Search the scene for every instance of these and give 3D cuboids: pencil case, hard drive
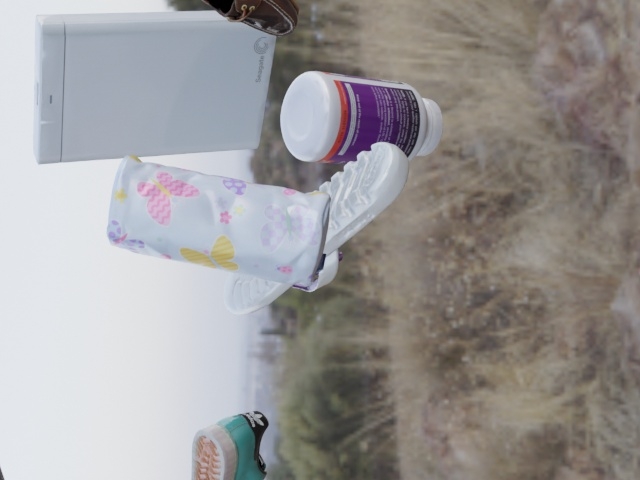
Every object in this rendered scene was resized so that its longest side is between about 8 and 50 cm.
[{"bbox_3d":[-0.121,-0.027,1.302,0.113,0.273,0.124,104,175,-56],"label":"pencil case"},{"bbox_3d":[-0.248,-0.231,1.612,0.047,0.353,0.233,-123,35,-44],"label":"hard drive"}]

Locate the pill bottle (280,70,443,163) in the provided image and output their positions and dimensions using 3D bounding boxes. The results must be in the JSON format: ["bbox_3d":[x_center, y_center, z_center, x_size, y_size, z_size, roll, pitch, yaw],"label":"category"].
[{"bbox_3d":[0.091,-0.244,2.210,0.181,0.323,0.182,-3,86,55],"label":"pill bottle"}]

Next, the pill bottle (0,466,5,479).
[{"bbox_3d":[-0.506,0.336,1.450,0.265,0.153,0.153,51,147,45],"label":"pill bottle"}]

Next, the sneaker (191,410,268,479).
[{"bbox_3d":[-0.145,0.395,1.723,0.108,0.121,0.302,43,136,31],"label":"sneaker"}]

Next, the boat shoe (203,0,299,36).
[{"bbox_3d":[-0.112,-0.305,1.319,0.073,0.207,0.073,-30,44,41],"label":"boat shoe"}]

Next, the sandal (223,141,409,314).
[{"bbox_3d":[-0.003,0.011,1.614,0.416,0.102,0.169,-36,30,39],"label":"sandal"}]
